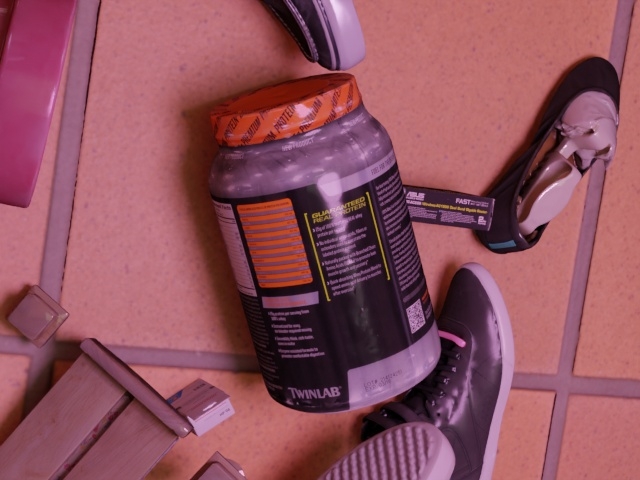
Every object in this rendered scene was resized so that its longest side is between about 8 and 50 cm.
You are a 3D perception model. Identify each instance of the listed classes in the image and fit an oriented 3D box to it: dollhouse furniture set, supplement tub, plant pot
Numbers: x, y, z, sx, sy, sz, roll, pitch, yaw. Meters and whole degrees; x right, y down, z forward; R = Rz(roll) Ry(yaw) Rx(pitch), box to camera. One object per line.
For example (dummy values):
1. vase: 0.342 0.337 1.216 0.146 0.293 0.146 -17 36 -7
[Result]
1. dollhouse furniture set: -0.249 0.275 1.384 0.355 0.174 0.303 43 89 3
2. supplement tub: 0.000 0.000 1.386 0.193 0.193 0.316 -21 107 -24
3. plant pot: -0.325 -0.145 1.204 0.180 0.201 0.201 13 91 -14

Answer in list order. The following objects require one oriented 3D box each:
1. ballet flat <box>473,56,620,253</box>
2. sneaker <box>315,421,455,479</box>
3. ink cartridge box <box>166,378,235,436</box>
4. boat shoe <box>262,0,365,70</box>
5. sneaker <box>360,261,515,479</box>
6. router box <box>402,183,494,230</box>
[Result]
1. ballet flat: 0.288 -0.095 1.581 0.095 0.096 0.280 40 78 -26
2. sneaker: 0.029 0.356 1.392 0.366 0.135 0.150 -51 127 -5
3. ink cartridge box: -0.123 0.175 1.409 0.048 0.083 0.028 -32 111 -20
4. boat shoe: -0.079 -0.302 1.359 0.119 0.121 0.335 -35 101 -11
5. sneaker: 0.127 0.173 1.528 0.146 0.104 0.296 -2 102 -33
6. router box: 0.116 -0.039 1.500 0.122 0.092 0.038 5 95 -28
